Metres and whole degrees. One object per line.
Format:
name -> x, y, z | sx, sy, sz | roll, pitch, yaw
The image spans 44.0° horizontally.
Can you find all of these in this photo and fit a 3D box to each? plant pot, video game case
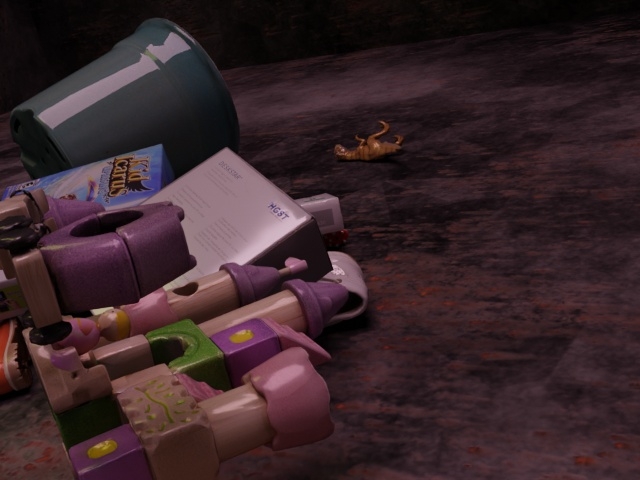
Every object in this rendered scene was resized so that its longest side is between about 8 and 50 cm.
plant pot -> -0.393, -0.213, 1.557 | 0.334, 0.341, 0.341 | -37, 31, -32
video game case -> -0.325, -0.020, 1.078 | 0.244, 0.061, 0.269 | -15, 34, 0

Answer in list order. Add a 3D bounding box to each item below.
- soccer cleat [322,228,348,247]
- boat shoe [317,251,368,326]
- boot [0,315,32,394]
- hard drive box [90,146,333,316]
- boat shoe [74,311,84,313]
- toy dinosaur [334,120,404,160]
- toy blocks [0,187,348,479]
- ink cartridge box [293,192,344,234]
soccer cleat -> 0.000, 0.000, 1.150 | 0.083, 0.029, 0.035 | -22, 26, -12
boat shoe -> -0.080, 0.075, 0.902 | 0.277, 0.098, 0.096 | -13, 20, -4
boot -> -0.403, 0.142, 0.976 | 0.084, 0.059, 0.158 | -21, 23, -8
hard drive box -> -0.135, 0.026, 0.847 | 0.232, 0.089, 0.181 | -36, 47, -15
boat shoe -> -0.311, 0.074, 1.132 | 0.100, 0.035, 0.035 | -24, 25, -11
toy dinosaur -> 0.116, -0.176, 1.520 | 0.211, 0.064, 0.112 | -1, 40, 52
toy blocks -> -0.081, 0.073, 0.609 | 0.260, 0.309, 0.288 | -20, 22, -22
ink cartridge box -> -0.078, -0.035, 1.191 | 0.181, 0.056, 0.224 | -12, 12, -10
